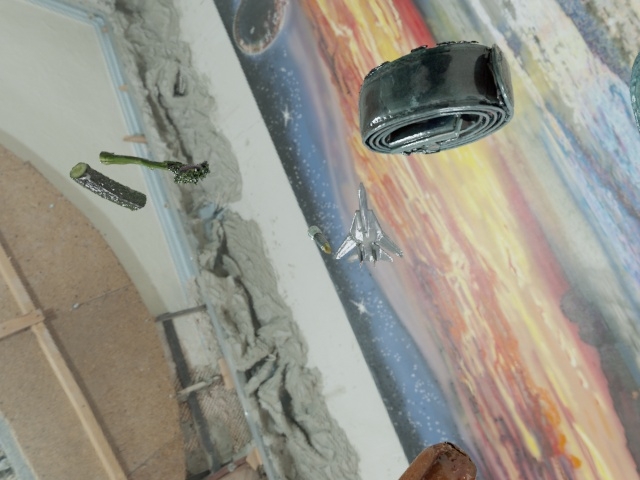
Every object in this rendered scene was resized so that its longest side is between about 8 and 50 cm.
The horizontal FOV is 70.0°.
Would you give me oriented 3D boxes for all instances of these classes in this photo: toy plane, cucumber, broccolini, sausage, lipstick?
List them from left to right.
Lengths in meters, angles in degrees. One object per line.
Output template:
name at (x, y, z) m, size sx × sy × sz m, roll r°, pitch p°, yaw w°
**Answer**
cucumber at (-0.507, -0.125, 1.096) m, size 0.187 × 0.058 × 0.058 m, roll 35°, pitch -143°, yaw -57°
broccolini at (-0.354, -0.151, 0.971) m, size 0.071 × 0.255 × 0.057 m, roll 7°, pitch -90°, yaw -75°
lipstick at (0.000, 0.000, 1.232) m, size 0.037 × 0.037 × 0.116 m, roll 32°, pitch -169°, yaw -35°
toy plane at (0.135, -0.052, 1.363) m, size 0.088 × 0.212 × 0.267 m, roll -60°, pitch -35°, yaw -65°
sausage at (0.131, 0.471, 0.752) m, size 0.102 × 0.330 × 0.102 m, roll 40°, pitch 179°, yaw 1°

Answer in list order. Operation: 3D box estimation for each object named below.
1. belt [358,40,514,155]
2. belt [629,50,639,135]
belt at (0.169, -0.196, 0.676) m, size 0.207 × 0.267 × 0.116 m, roll -2°, pitch -94°, yaw -19°
belt at (0.358, -0.043, 0.432) m, size 0.087 × 0.072 × 0.302 m, roll -110°, pitch -1°, yaw -70°
